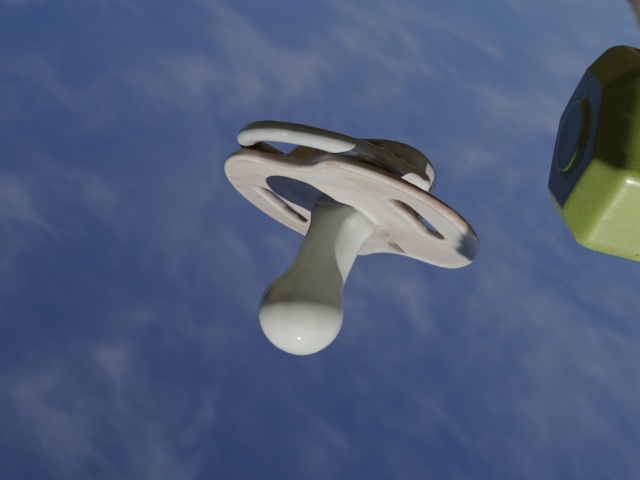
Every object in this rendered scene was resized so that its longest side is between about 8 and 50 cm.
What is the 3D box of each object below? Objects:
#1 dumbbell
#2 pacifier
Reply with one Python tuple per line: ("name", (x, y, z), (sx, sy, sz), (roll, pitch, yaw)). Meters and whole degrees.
("dumbbell", (0.284, -0.024, 0.709), (0.302, 0.108, 0.121), (13, -161, -6))
("pacifier", (0.000, 0.000, 0.415), (0.099, 0.078, 0.081), (9, 160, 46))
